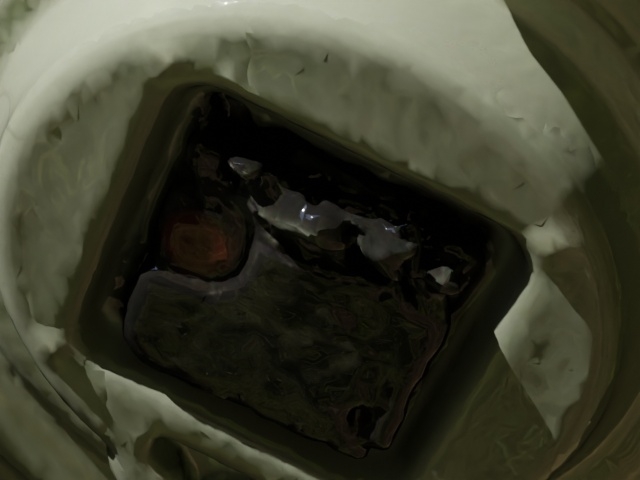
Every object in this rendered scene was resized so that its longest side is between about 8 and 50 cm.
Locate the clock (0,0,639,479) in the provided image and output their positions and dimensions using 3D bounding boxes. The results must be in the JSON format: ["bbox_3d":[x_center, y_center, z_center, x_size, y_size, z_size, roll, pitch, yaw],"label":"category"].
[{"bbox_3d":[0.000,0.000,0.534,0.318,0.080,0.318,8,-54,11],"label":"clock"}]
